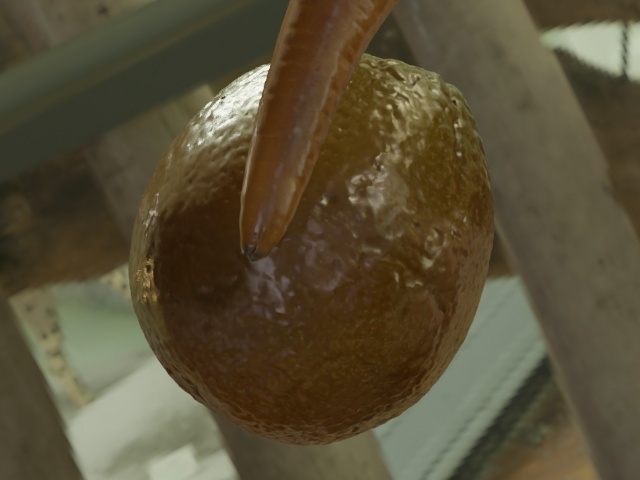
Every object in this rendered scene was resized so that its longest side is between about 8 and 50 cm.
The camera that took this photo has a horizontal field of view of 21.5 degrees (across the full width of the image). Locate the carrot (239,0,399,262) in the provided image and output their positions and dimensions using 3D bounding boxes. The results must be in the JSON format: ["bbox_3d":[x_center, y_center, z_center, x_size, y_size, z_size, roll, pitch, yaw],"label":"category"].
[{"bbox_3d":[0.008,-0.115,0.930,0.271,0.066,0.062,-58,12,-9],"label":"carrot"}]

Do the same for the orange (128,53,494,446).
[{"bbox_3d":[0.000,0.000,1.510,0.357,0.322,0.322,-58,17,-10],"label":"orange"}]
